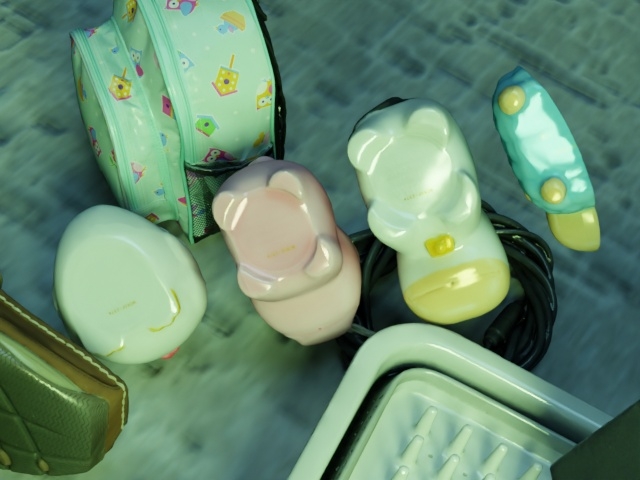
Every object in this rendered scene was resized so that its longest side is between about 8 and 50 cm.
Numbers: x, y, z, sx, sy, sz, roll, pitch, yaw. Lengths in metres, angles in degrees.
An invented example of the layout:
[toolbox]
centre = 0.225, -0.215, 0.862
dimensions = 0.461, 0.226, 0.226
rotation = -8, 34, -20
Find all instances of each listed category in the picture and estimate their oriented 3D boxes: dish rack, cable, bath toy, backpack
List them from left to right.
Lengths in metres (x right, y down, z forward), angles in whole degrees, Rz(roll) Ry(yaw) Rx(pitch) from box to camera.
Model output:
[backpack]
centre = -0.100, -0.109, 0.971
dimensions = 0.144, 0.188, 0.166
rotation = -11, 53, -19
[bath toy]
centre = 0.000, 0.000, 0.893
dimensions = 0.348, 0.151, 0.129
rotation = -17, 6, 8
[cable]
centre = 0.095, 0.039, 0.971
dimensions = 0.184, 0.047, 0.151
rotation = -15, 54, -22
[dish rack]
centre = 0.093, 0.227, 0.775
dimensions = 0.285, 0.072, 0.333
rotation = 28, 50, 5

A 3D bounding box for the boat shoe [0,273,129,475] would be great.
[boat shoe]
centre = -0.259, 0.032, 0.870
dimensions = 0.324, 0.123, 0.120
rotation = 25, 45, 12

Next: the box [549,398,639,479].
[box]
centre = 0.304, 0.228, 0.694
dimensions = 0.296, 0.183, 0.294
rotation = 10, 55, -23
